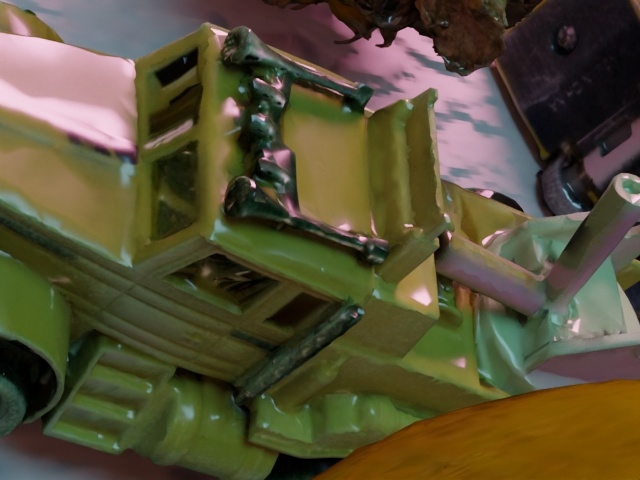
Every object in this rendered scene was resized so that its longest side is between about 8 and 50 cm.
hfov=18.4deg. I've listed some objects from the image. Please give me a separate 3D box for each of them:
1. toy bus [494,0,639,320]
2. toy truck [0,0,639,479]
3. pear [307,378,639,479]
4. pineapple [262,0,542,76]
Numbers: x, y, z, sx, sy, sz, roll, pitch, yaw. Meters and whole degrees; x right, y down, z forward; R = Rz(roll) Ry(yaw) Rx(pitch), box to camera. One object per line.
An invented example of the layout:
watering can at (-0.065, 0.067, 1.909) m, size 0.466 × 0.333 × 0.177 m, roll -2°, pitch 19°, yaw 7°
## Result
toy bus at (0.147, 0.003, 0.731) m, size 0.074 × 0.081 × 0.226 m, roll -12°, pitch 68°, yaw -50°
toy truck at (-0.004, 0.000, 0.557) m, size 0.259 × 0.135 × 0.128 m, roll 18°, pitch 52°, yaw -27°
pear at (0.045, 0.215, 0.346) m, size 0.287 × 0.287 × 0.375 m, roll 21°, pitch 63°, yaw -29°
pineapple at (0.036, -0.115, 0.641) m, size 0.161 × 0.176 × 0.137 m, roll 11°, pitch 59°, yaw -34°
